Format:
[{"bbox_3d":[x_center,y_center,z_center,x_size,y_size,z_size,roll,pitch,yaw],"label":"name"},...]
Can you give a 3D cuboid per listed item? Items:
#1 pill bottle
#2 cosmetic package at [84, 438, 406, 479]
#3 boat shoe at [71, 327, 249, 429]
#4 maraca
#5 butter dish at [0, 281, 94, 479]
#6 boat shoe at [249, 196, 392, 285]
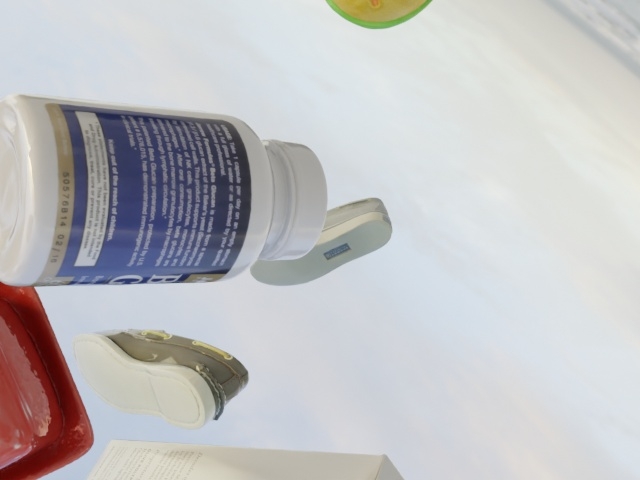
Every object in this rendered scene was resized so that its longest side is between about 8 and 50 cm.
[{"bbox_3d":[-0.084,-0.024,0.471,0.169,0.094,0.094,0,-140,-35],"label":"pill bottle"},{"bbox_3d":[-0.068,0.311,0.850,0.197,0.365,0.155,57,-136,-31],"label":"cosmetic package"},{"bbox_3d":[-0.221,0.171,1.181,0.305,0.109,0.091,8,-153,43],"label":"boat shoe"},{"bbox_3d":[0.074,-0.292,0.858,0.127,0.185,0.099,34,-179,-2],"label":"maraca"},{"bbox_3d":[-0.268,0.119,0.639,0.118,0.160,0.160,160,87,-85],"label":"butter dish"},{"bbox_3d":[0.000,-0.001,1.336,0.081,0.227,0.079,-93,-22,-50],"label":"boat shoe"}]
